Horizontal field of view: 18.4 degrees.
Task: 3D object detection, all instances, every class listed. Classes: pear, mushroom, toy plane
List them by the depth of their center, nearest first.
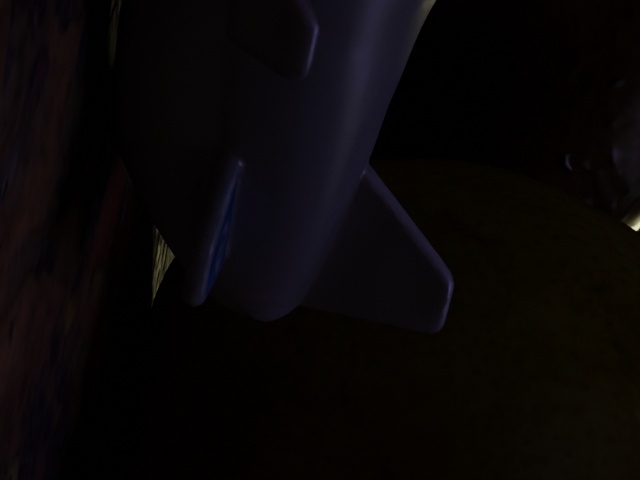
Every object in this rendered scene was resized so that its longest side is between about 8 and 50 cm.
[{"bbox_3d":[-0.001,-0.100,0.618,0.267,0.123,0.266,10,90,-86],"label":"toy plane"},{"bbox_3d":[0.052,0.110,0.818,0.304,0.304,0.303,10,90,-88],"label":"pear"},{"bbox_3d":[0.114,-0.105,1.361,0.356,0.334,0.331,82,15,-48],"label":"mushroom"}]
